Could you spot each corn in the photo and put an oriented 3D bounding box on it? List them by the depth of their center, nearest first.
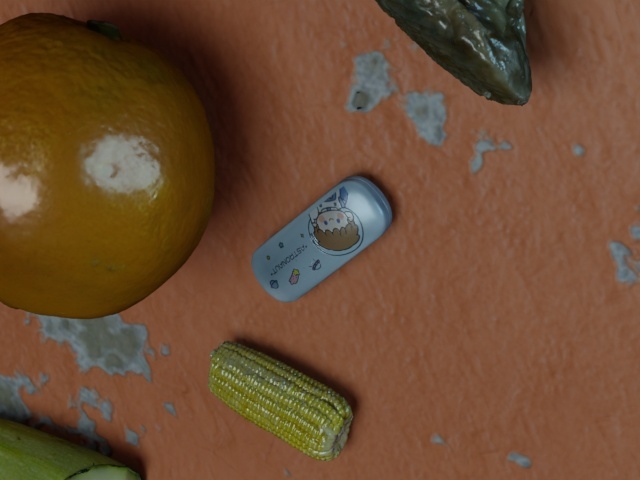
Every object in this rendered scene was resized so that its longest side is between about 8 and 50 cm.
[{"bbox_3d":[-0.044,0.167,1.969,0.165,0.063,0.085,26,146,20],"label":"corn"}]

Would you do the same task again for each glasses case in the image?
[{"bbox_3d":[0.000,0.000,1.875,0.178,0.045,0.067,-38,91,36],"label":"glasses case"}]

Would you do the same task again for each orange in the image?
[{"bbox_3d":[-0.252,-0.074,1.832,0.312,0.312,0.312,12,117,25],"label":"orange"}]

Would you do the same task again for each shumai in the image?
[{"bbox_3d":[0.138,-0.224,1.650,0.153,0.161,0.209,-51,48,8],"label":"shumai"}]

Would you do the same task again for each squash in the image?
[{"bbox_3d":[-0.354,0.263,2.154,0.287,0.137,0.137,24,122,21],"label":"squash"}]
